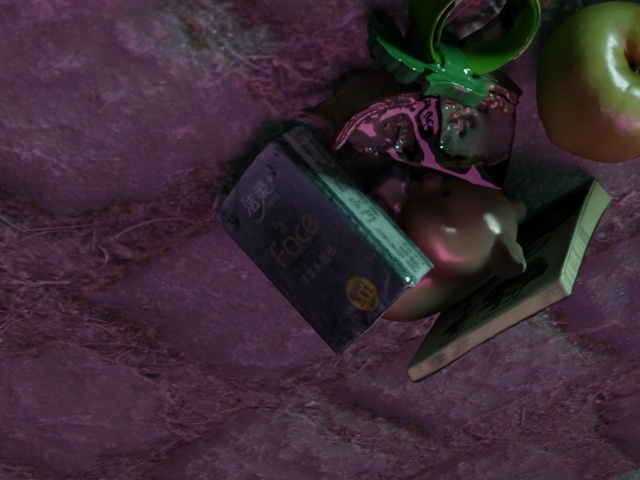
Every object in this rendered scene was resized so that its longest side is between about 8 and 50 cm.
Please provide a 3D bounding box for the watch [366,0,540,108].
[{"bbox_3d":[0.151,-0.237,1.063,0.165,0.131,0.152,14,130,-32],"label":"watch"}]

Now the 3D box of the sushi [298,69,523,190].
[{"bbox_3d":[0.118,-0.166,1.183,0.272,0.134,0.109,12,130,-8],"label":"sushi"}]

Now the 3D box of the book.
[{"bbox_3d":[0.271,0.048,1.381,0.260,0.043,0.371,-36,-175,31],"label":"book"}]

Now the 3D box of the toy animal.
[{"bbox_3d":[0.141,-0.005,1.376,0.256,0.195,0.213,-36,104,28],"label":"toy animal"}]

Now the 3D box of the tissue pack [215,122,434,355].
[{"bbox_3d":[0.000,0.000,1.276,0.081,0.257,0.185,-35,170,-48],"label":"tissue pack"}]

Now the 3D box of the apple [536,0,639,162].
[{"bbox_3d":[0.343,-0.181,1.146,0.200,0.200,0.200,-8,148,-5],"label":"apple"}]
